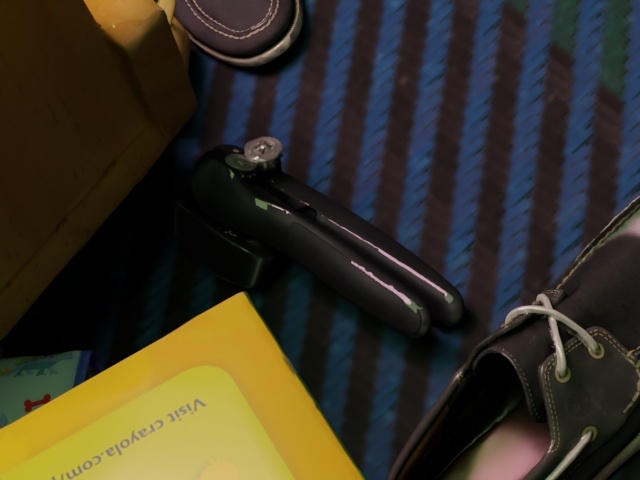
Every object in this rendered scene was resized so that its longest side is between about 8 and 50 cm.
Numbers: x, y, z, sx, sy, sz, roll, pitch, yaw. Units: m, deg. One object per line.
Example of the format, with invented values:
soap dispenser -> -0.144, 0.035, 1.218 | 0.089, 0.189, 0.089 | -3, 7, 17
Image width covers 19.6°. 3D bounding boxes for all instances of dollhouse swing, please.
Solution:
dollhouse swing -> -0.282, -0.053, 0.881 | 0.315, 0.305, 0.347 | 29, 74, 38

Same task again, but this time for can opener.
can opener -> 0.000, 0.000, 0.975 | 0.186, 0.073, 0.059 | 26, 38, 32

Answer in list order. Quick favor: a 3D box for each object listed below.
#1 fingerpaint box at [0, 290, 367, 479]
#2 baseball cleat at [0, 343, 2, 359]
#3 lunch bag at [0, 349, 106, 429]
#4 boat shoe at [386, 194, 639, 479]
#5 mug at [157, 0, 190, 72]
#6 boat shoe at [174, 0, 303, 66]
fingerpaint box -> -0.123, 0.285, 0.653 | 0.445, 0.163, 0.371 | -30, 48, -7
baseball cleat -> -0.257, 0.021, 1.074 | 0.109, 0.072, 0.206 | -41, 49, 8
lunch bag -> -0.167, 0.141, 0.945 | 0.129, 0.096, 0.151 | -8, 50, 23
boat shoe -> 0.112, 0.063, 0.862 | 0.084, 0.079, 0.233 | 33, 79, 38
mug -> -0.097, -0.103, 1.071 | 0.078, 0.062, 0.064 | -18, 46, 37
boat shoe -> -0.078, -0.182, 1.102 | 0.075, 0.065, 0.206 | -35, 53, 5
